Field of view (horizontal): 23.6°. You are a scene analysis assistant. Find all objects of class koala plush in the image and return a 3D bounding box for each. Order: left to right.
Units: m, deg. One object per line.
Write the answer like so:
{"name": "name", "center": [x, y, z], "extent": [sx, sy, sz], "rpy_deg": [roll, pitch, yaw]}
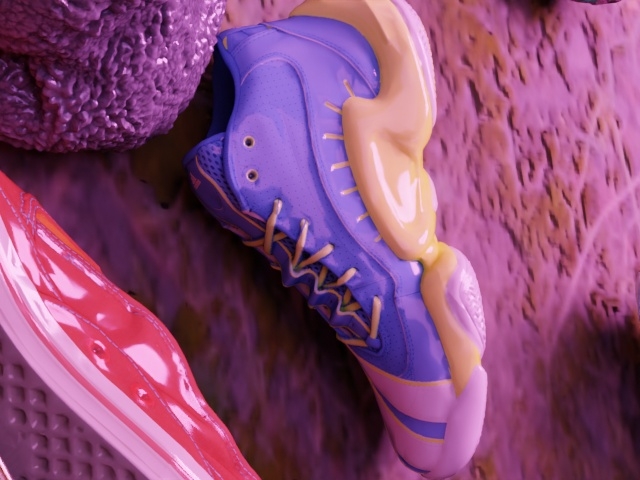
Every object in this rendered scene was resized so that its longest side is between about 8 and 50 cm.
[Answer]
{"name": "koala plush", "center": [-0.091, -0.148, 0.619], "extent": [0.203, 0.221, 0.196], "rpy_deg": [48, 55, -11]}

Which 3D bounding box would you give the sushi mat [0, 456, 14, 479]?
{"name": "sushi mat", "center": [-0.186, 0.108, 0.555], "extent": [0.151, 0.019, 0.316], "rpy_deg": [-29, 92, 0]}

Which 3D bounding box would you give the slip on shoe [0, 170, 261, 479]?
{"name": "slip on shoe", "center": [-0.138, 0.031, 0.613], "extent": [0.331, 0.123, 0.101], "rpy_deg": [49, 18, -2]}

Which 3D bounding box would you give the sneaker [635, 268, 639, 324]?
{"name": "sneaker", "center": [0.243, 0.172, 0.786], "extent": [0.150, 0.135, 0.366], "rpy_deg": [-24, 88, -39]}

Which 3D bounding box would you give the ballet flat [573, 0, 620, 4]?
{"name": "ballet flat", "center": [0.142, -0.243, 0.901], "extent": [0.079, 0.077, 0.221], "rpy_deg": [2, 73, -12]}

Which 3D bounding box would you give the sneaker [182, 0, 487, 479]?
{"name": "sneaker", "center": [0.000, 0.000, 0.728], "extent": [0.126, 0.091, 0.240], "rpy_deg": [-7, 78, -16]}
